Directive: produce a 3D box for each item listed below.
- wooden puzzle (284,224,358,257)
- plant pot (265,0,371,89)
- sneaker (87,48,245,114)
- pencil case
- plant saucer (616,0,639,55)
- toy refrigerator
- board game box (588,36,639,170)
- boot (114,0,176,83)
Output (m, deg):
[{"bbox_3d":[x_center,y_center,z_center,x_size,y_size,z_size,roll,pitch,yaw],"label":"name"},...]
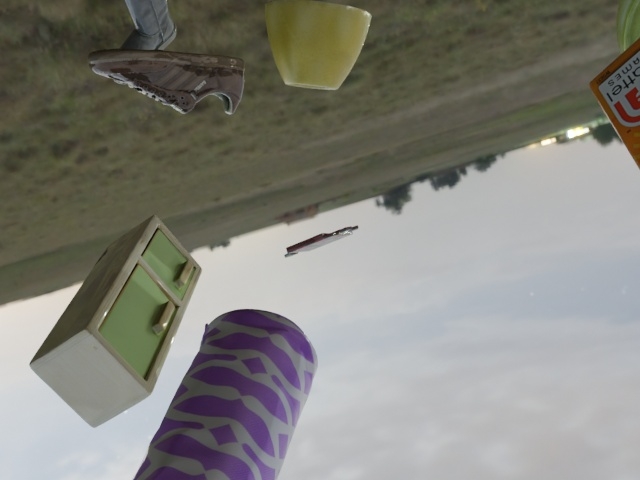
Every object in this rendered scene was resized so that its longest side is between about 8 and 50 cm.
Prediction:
[{"bbox_3d":[0.000,0.000,0.714,0.083,0.006,0.049,-22,173,22],"label":"wooden puzzle"},{"bbox_3d":[-0.008,-0.242,0.964,0.134,0.095,0.134,6,-173,-1],"label":"plant pot"},{"bbox_3d":[-0.174,-0.184,0.890,0.188,0.071,0.066,-3,-167,-29],"label":"sneaker"},{"bbox_3d":[-0.068,0.132,0.454,0.088,0.086,0.206,-5,-146,26],"label":"pencil case"},{"bbox_3d":[0.422,-0.215,0.827,0.037,0.241,0.241,-35,-169,-28],"label":"plant saucer"},{"bbox_3d":[-0.224,0.081,0.898,0.094,0.102,0.269,-32,-160,18],"label":"toy refrigerator"},{"bbox_3d":[0.483,-0.047,0.502,0.356,0.356,0.356,21,130,-33],"label":"board game box"},{"bbox_3d":[-0.336,-0.410,1.390,0.190,0.076,0.208,-60,173,-22],"label":"boot"}]
